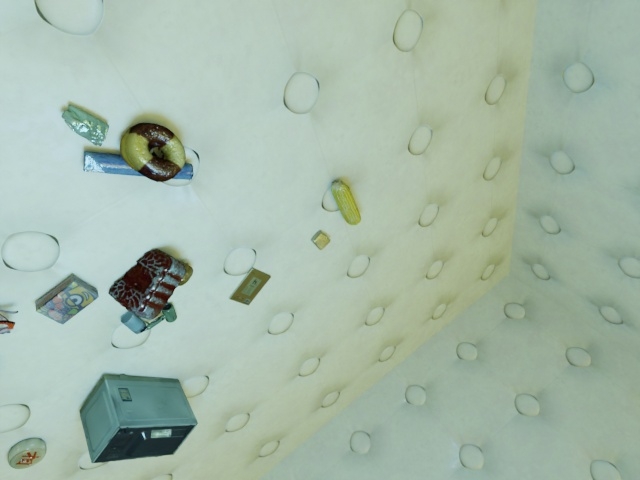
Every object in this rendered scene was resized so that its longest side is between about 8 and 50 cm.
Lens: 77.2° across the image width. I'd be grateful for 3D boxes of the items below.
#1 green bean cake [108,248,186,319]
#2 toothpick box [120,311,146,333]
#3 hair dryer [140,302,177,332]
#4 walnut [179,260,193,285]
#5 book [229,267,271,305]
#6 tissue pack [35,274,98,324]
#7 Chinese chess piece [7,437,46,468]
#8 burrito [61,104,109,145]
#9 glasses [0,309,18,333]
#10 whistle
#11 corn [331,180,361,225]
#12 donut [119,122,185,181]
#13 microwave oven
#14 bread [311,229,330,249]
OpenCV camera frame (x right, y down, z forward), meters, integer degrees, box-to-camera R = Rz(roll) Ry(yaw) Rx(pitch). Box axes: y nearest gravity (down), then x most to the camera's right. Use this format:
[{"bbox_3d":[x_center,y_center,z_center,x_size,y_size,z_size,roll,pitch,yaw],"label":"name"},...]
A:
[{"bbox_3d":[-0.602,0.143,1.401,0.233,0.198,0.097,-57,147,-11],"label":"green bean cake"},{"bbox_3d":[-0.700,0.308,1.500,0.052,0.052,0.083,-36,135,-11],"label":"toothpick box"},{"bbox_3d":[-0.624,0.310,1.538,0.150,0.047,0.071,-39,139,-38],"label":"hair dryer"},{"bbox_3d":[-0.520,0.121,1.487,0.079,0.082,0.096,36,99,-19],"label":"walnut"},{"bbox_3d":[-0.308,0.205,1.761,0.172,0.012,0.118,-51,137,6],"label":"book"},{"bbox_3d":[-0.826,0.194,1.310,0.148,0.060,0.108,-39,136,-6],"label":"tissue pack"},{"bbox_3d":[-1.130,0.821,1.545,0.122,0.051,0.122,-20,131,-26],"label":"Chinese chess piece"},{"bbox_3d":[-0.643,-0.312,1.093,0.074,0.044,0.118,-49,141,8],"label":"burrito"},{"bbox_3d":[-1.032,0.223,1.176,0.162,0.095,0.255,-29,144,23],"label":"glasses"},{"bbox_3d":[-0.546,-0.223,1.220,0.304,0.062,0.062,0,120,-38],"label":"whistle"},{"bbox_3d":[0.113,-0.164,1.768,0.081,0.081,0.248,-39,137,-8],"label":"corn"},{"bbox_3d":[-0.485,-0.264,1.184,0.184,0.073,0.166,50,62,-29],"label":"donut"},{"bbox_3d":[-0.735,0.724,1.620,0.218,0.286,0.355,-52,141,8],"label":"microwave oven"},{"bbox_3d":[0.000,0.000,1.835,0.070,0.035,0.083,-48,131,1],"label":"bread"}]
